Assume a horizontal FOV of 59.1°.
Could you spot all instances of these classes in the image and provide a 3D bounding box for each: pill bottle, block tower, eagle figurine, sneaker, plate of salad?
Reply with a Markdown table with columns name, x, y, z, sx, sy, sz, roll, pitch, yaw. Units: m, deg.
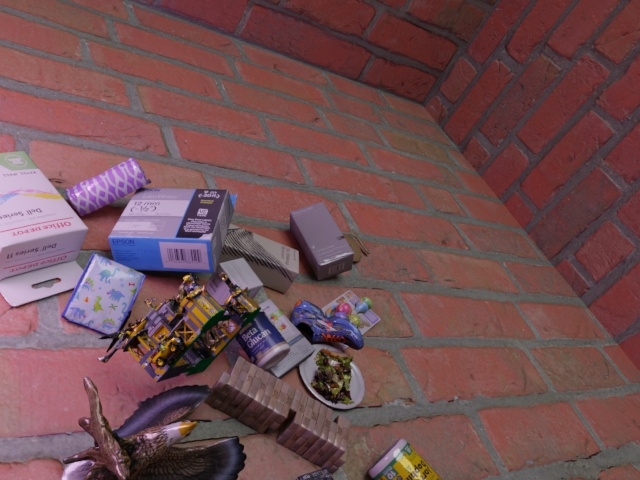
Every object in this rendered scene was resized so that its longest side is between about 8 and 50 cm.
| name | x | y | z | sx | sy | sz | roll | pitch | yaw |
| --- | --- | --- | --- | --- | --- | --- | --- | --- | --- |
| pill bottle | 0.220 | 0.569 | 1.291 | 0.208 | 0.117 | 0.118 | 46 | 34 | 15 |
| block tower | -0.085 | 0.389 | 1.273 | 0.336 | 0.091 | 0.097 | 31 | 32 | -7 |
| eagle figurine | -0.299 | 0.379 | 1.046 | 0.298 | 0.225 | 0.226 | 36 | 60 | -63 |
| sneaker | 0.014 | 0.251 | 1.551 | 0.221 | 0.083 | 0.087 | 23 | 52 | 12 |
| pill bottle | -0.156 | 0.221 | 1.356 | 0.094 | 0.094 | 0.169 | -14 | 57 | -50 |
| plate of salad | 0.037 | 0.347 | 1.478 | 0.200 | 0.048 | 0.199 | 24 | 34 | -18 |

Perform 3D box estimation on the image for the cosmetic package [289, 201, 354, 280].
| name | x | y | z | sx | sy | sz | roll | pitch | yaw |
| --- | --- | --- | --- | --- | --- | --- | --- | --- | --- |
| cosmetic package | 0.000 | 0.000 | 1.812 | 0.127 | 0.107 | 0.237 | -20 | 58 | -17 |

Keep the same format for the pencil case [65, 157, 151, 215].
| name | x | y | z | sx | sy | sz | roll | pitch | yaw |
| --- | --- | --- | --- | --- | --- | --- | --- | --- | --- |
| pencil case | -0.550 | -0.142 | 1.460 | 0.206 | 0.086 | 0.088 | -29 | 46 | -16 |

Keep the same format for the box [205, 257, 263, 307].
| name | x | y | z | sx | sy | sz | roll | pitch | yaw |
| --- | --- | --- | --- | --- | --- | --- | --- | --- | --- |
| box | -0.228 | 0.119 | 1.483 | 0.087 | 0.101 | 0.102 | -15 | 59 | -51 |

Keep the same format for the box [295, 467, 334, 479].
| name | x | y | z | sx | sy | sz | roll | pitch | yaw |
| --- | --- | --- | --- | --- | --- | --- | --- | --- | --- |
| box | -0.005 | 0.535 | 1.223 | 0.083 | 0.018 | 0.067 | 2 | 45 | -41 |

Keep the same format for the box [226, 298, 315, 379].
| name | x | y | z | sx | sy | sz | roll | pitch | yaw |
| --- | --- | --- | --- | --- | --- | --- | --- | --- | --- |
| box | -0.125 | 0.252 | 1.442 | 0.186 | 0.038 | 0.145 | 45 | 44 | 17 |

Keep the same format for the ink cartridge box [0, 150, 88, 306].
| name | x | y | z | sx | sy | sz | roll | pitch | yaw |
| --- | --- | --- | --- | --- | --- | --- | --- | --- | --- |
| ink cartridge box | -0.675 | -0.038 | 1.261 | 0.353 | 0.119 | 0.207 | 45 | 33 | 16 |

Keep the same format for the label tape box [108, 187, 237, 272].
| name | x | y | z | sx | sy | sz | roll | pitch | yaw |
| --- | --- | --- | --- | --- | --- | --- | --- | --- | --- |
| label tape box | -0.371 | -0.065 | 1.489 | 0.249 | 0.115 | 0.347 | 1 | 38 | 2 |

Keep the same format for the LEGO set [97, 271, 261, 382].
| name | x | y | z | sx | sy | sz | roll | pitch | yaw |
| --- | --- | --- | --- | --- | --- | --- | --- | --- | --- |
| LEGO set | -0.296 | 0.154 | 1.202 | 0.192 | 0.255 | 0.331 | 43 | 12 | 13 |

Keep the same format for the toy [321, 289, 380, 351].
| name | x | y | z | sx | sy | sz | roll | pitch | yaw |
| --- | --- | --- | --- | --- | --- | --- | --- | --- | --- |
| toy | 0.084 | 0.221 | 1.678 | 0.137 | 0.056 | 0.237 | 43 | 33 | 15 |

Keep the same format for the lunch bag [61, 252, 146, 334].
| name | x | y | z | sx | sy | sz | roll | pitch | yaw |
| --- | --- | --- | --- | --- | --- | --- | --- | --- | --- |
| lunch bag | -0.480 | 0.126 | 1.255 | 0.129 | 0.096 | 0.151 | 25 | 63 | -16 |

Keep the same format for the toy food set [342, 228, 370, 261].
| name | x | y | z | sx | sy | sz | roll | pitch | yaw |
| --- | --- | --- | --- | --- | --- | --- | --- | --- | --- |
| toy food set | 0.088 | 0.025 | 1.964 | 0.132 | 0.038 | 0.192 | 54 | 31 | 15 |

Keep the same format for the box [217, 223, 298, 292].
| name | x | y | z | sx | sy | sz | roll | pitch | yaw |
| --- | --- | --- | --- | --- | --- | --- | --- | --- | --- |
| box | -0.202 | 0.043 | 1.612 | 0.275 | 0.094 | 0.113 | 21 | 34 | -20 |
